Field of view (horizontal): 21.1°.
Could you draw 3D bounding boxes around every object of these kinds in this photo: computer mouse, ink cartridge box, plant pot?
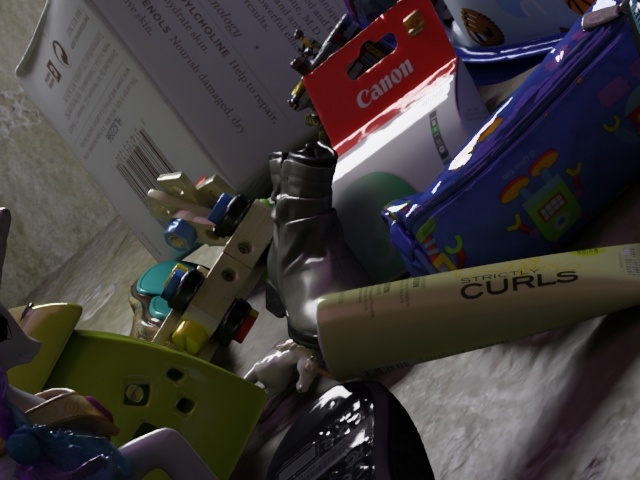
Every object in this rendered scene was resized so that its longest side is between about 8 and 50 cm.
[{"bbox_3d":[0.019,0.197,1.086,0.188,0.072,0.272,-41,23,23],"label":"computer mouse"},{"bbox_3d":[0.068,-0.091,1.556,0.056,0.224,0.181,-14,-16,-49],"label":"ink cartridge box"},{"bbox_3d":[-0.207,0.174,1.450,0.228,0.207,0.227,-62,15,-12],"label":"plant pot"}]

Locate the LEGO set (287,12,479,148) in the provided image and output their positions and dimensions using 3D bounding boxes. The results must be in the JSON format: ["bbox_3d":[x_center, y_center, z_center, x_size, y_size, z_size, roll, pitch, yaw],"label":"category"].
[{"bbox_3d":[0.032,-0.136,1.793,0.255,0.192,0.331,-51,6,38],"label":"LEGO set"}]

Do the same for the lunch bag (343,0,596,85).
[{"bbox_3d":[0.233,-0.306,1.584,0.328,0.239,0.385,-32,14,-27],"label":"lunch bag"}]

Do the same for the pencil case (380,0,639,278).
[{"bbox_3d":[0.181,-0.074,1.322,0.306,0.133,0.119,-44,44,3],"label":"pencil case"}]

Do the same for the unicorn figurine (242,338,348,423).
[{"bbox_3d":[-0.039,0.123,1.548,0.111,0.060,0.162,-47,14,9],"label":"unicorn figurine"}]

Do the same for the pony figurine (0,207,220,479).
[{"bbox_3d":[-0.239,0.203,1.182,0.351,0.363,0.303,-45,12,-2],"label":"pony figurine"}]

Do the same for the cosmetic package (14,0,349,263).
[{"bbox_3d":[-0.104,-0.234,2.112,0.394,0.327,0.329,-37,-3,-27],"label":"cosmetic package"}]

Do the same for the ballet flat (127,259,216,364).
[{"bbox_3d":[-0.171,0.107,1.973,0.123,0.123,0.348,-43,10,5],"label":"ballet flat"}]

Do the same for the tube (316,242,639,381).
[{"bbox_3d":[0.118,0.041,1.159,0.240,0.062,0.070,-12,60,11],"label":"tube"}]

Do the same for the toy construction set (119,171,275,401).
[{"bbox_3d":[-0.125,0.064,1.713,0.215,0.151,0.327,125,161,-57],"label":"toy construction set"}]

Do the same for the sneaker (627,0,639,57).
[{"bbox_3d":[0.311,-0.113,1.093,0.125,0.139,0.341,-11,22,-16],"label":"sneaker"}]

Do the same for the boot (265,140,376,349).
[{"bbox_3d":[0.000,0.000,1.511,0.083,0.161,0.246,-6,13,-20],"label":"boot"}]
